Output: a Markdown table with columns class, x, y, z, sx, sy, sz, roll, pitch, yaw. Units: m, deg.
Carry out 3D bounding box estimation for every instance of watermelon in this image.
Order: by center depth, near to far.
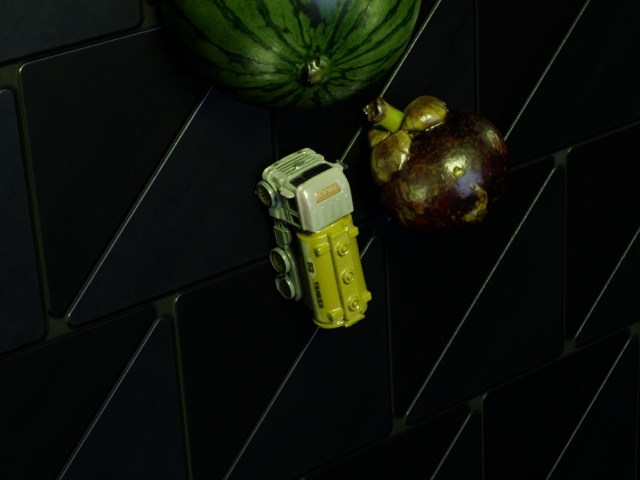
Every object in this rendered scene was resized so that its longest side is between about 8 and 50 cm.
| class | x | y | z | sx | sy | sz | roll | pitch | yaw |
| --- | --- | --- | --- | --- | --- | --- | --- | --- | --- |
| watermelon | -0.003 | -0.268 | 2.017 | 0.331 | 0.189 | 0.331 | -20 | 154 | -10 |

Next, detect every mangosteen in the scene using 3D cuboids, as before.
| class | x | y | z | sx | sy | sz | roll | pitch | yaw |
| --- | --- | --- | --- | --- | --- | --- | --- | --- | --- |
| mangosteen | 0.145 | -0.113 | 2.272 | 0.192 | 0.192 | 0.217 | -44 | 109 | -18 |

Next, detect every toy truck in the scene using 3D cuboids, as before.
| class | x | y | z | sx | sy | sz | roll | pitch | yaw |
| --- | --- | --- | --- | --- | --- | --- | --- | --- | --- |
| toy truck | 0.000 | 0.000 | 2.231 | 0.098 | 0.114 | 0.227 | -29 | 124 | -28 |
